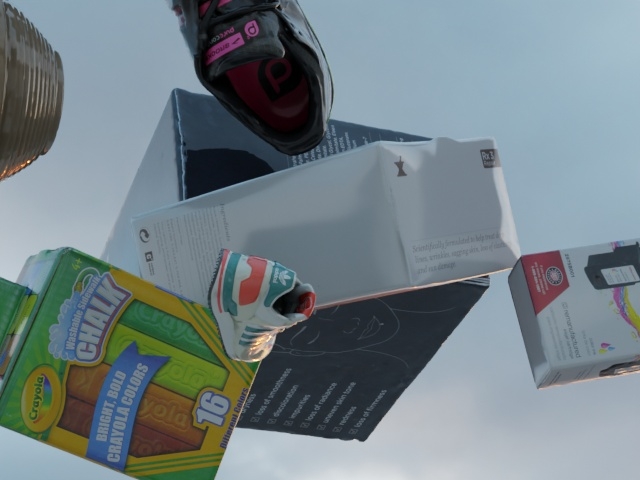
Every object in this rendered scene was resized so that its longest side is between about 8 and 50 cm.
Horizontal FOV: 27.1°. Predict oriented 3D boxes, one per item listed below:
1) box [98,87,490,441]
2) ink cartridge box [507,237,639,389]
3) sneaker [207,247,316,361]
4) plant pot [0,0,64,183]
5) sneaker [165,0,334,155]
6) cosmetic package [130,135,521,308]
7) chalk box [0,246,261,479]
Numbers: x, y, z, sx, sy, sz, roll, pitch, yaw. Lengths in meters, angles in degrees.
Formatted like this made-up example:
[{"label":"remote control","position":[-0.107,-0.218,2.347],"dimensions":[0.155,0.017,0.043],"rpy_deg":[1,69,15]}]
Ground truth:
[{"label":"box","position":[-0.069,0.060,2.073],"dimensions":[0.471,0.297,0.480],"rpy_deg":[8,-40,-23]},{"label":"ink cartridge box","position":[0.296,0.070,1.362],"dimensions":[0.175,0.127,0.072],"rpy_deg":[-9,-22,-8]},{"label":"sneaker","position":[-0.040,0.061,1.073],"dimensions":[0.075,0.057,0.161],"rpy_deg":[8,-27,12]},{"label":"plant pot","position":[-0.342,-0.156,1.418],"dimensions":[0.109,0.237,0.237],"rpy_deg":[4,-36,-28]},{"label":"sneaker","position":[-0.113,-0.310,1.699],"dimensions":[0.185,0.202,0.483],"rpy_deg":[-33,-62,9]},{"label":"cosmetic package","position":[0.000,0.000,1.466],"dimensions":[0.385,0.156,0.217],"rpy_deg":[-13,-3,42]},{"label":"chalk box","position":[-0.231,0.118,1.302],"dimensions":[0.289,0.180,0.179],"rpy_deg":[25,-12,-20]}]
